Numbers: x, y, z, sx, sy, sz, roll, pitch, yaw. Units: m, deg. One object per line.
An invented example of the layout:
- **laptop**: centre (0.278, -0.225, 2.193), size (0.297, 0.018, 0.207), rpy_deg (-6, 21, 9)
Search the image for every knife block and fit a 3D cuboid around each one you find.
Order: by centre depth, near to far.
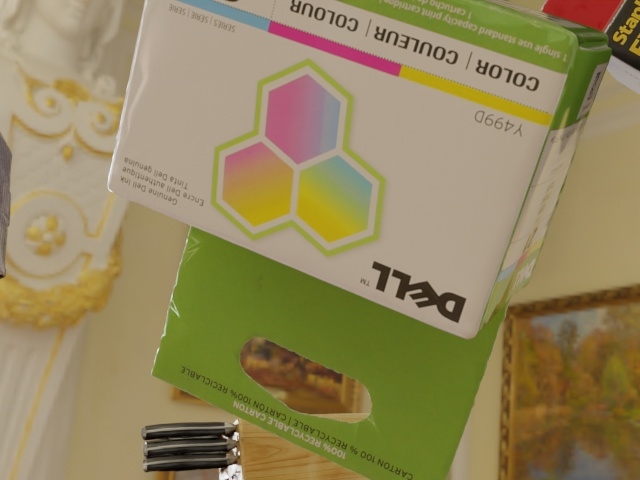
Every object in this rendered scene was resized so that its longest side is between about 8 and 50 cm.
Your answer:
- **knife block**: centre (-0.063, 0.238, 1.160), size (0.242, 0.276, 0.088), rpy_deg (43, -33, -1)

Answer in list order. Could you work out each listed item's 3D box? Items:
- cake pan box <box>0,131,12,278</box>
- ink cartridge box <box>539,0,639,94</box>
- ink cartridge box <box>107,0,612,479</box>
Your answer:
- **cake pan box**: centre (-0.394, -0.111, 1.036), size (0.070, 0.267, 0.246), rpy_deg (-21, -52, 0)
- **ink cartridge box**: centre (0.317, -0.210, 0.637), size (0.271, 0.309, 0.130), rpy_deg (35, 11, 17)
- **ink cartridge box**: centre (0.000, 0.000, 0.481), size (0.188, 0.255, 0.097), rpy_deg (22, 18, 18)
